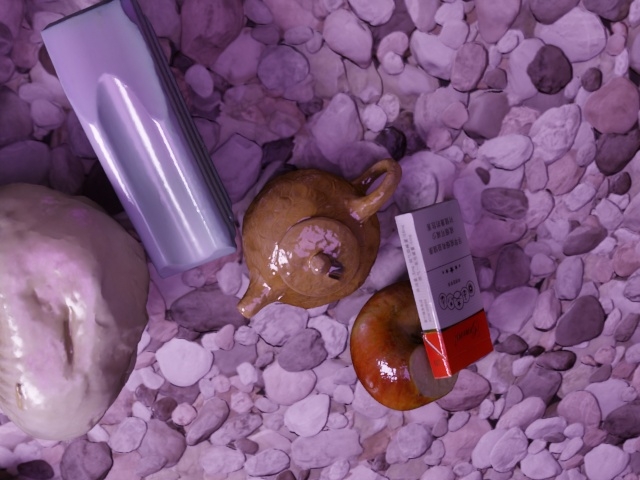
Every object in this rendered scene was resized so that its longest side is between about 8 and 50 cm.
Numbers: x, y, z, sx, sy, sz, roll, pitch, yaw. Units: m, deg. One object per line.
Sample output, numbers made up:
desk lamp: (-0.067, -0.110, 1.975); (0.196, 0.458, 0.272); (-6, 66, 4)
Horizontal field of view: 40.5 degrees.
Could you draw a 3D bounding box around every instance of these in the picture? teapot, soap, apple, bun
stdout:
teapot: (0.000, 0.000, 1.244); (0.311, 0.167, 0.203); (-41, 112, 8)
soap: (-0.225, -0.139, 1.126); (0.115, 0.208, 0.346); (-22, 114, 0)
apple: (0.125, 0.161, 1.329); (0.160, 0.195, 0.173); (2, 156, 22)
bun: (-0.341, 0.083, 1.131); (0.213, 0.361, 0.360); (-13, 116, -29)

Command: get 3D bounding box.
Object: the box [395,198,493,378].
box: (0.187, 0.068, 1.289); (0.035, 0.139, 0.245); (-11, 95, 40)
